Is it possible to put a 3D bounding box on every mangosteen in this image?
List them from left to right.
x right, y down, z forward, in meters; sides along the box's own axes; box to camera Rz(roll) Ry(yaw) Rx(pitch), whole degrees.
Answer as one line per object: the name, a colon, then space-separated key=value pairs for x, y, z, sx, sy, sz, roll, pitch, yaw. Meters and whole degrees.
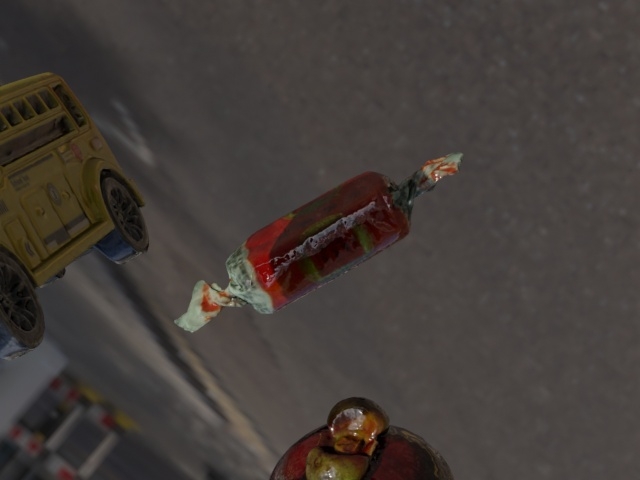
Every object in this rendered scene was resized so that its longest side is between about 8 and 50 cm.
mangosteen: x=0.030 y=0.189 z=1.248 sx=0.152 sy=0.152 sz=0.152 roll=37 pitch=166 yaw=11

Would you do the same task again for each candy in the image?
candy: x=0.001 y=0.001 z=1.487 sx=0.059 sy=0.292 sz=0.086 roll=58 pitch=-175 yaw=-20

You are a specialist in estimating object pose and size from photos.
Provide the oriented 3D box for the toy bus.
toy bus: x=-0.223 y=-0.003 z=1.012 sx=0.151 sy=0.145 sz=0.331 roll=63 pitch=-166 yaw=-7
